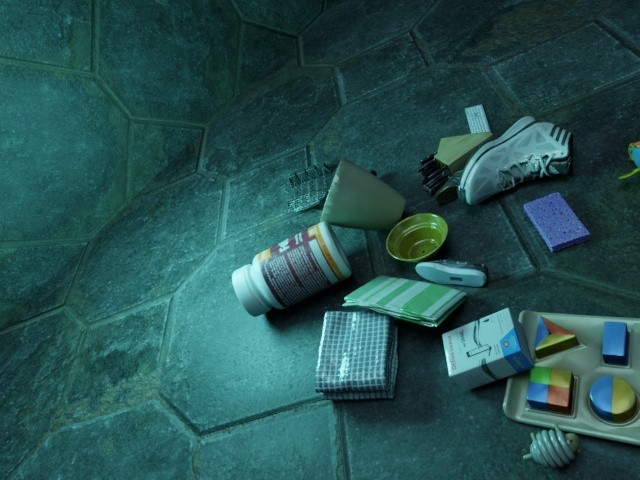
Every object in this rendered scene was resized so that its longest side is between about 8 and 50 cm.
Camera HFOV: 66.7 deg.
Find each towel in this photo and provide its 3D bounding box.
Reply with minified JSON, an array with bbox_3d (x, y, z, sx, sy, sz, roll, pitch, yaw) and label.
[{"bbox_3d":[0.266,0.182,1.525,0.325,0.038,0.248,7,20,38],"label":"towel"},{"bbox_3d":[0.112,0.338,1.490,0.235,0.121,0.283,-11,45,22],"label":"towel"}]

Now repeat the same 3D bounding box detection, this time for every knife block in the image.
[{"bbox_3d":[0.518,-0.293,1.871,0.276,0.088,0.242,-2,50,30],"label":"knife block"}]

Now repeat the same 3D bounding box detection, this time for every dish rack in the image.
[{"bbox_3d":[-0.055,-0.232,2.192,0.208,0.074,0.271,-19,44,18],"label":"dish rack"}]

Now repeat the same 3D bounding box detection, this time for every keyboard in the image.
[{"bbox_3d":[0.657,-0.486,2.026,0.072,0.014,0.256,-15,44,20],"label":"keyboard"}]

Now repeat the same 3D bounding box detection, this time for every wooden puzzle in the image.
[{"bbox_3d":[0.653,0.313,1.200,0.348,0.080,0.322,2,51,34],"label":"wooden puzzle"}]

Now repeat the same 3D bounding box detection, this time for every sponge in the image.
[{"bbox_3d":[0.744,-0.061,1.544,0.117,0.031,0.210,-22,41,12],"label":"sponge"}]

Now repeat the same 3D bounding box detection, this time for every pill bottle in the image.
[{"bbox_3d":[-0.105,0.111,1.769,0.392,0.224,0.224,-27,41,7],"label":"pill bottle"}]

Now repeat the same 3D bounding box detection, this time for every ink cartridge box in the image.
[{"bbox_3d":[0.442,0.293,1.305,0.203,0.086,0.148,-30,32,26],"label":"ink cartridge box"}]

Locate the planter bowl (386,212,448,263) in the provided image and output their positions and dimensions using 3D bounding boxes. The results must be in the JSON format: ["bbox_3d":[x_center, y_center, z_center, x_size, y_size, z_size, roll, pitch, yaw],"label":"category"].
[{"bbox_3d":[0.344,0.014,1.677,0.217,0.090,0.217,-20,38,17],"label":"planter bowl"}]

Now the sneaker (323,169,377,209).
[{"bbox_3d":[0.119,-0.197,2.029,0.145,0.090,0.270,15,62,38],"label":"sneaker"}]

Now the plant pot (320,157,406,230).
[{"bbox_3d":[0.169,-0.141,1.815,0.274,0.256,0.256,19,56,2],"label":"plant pot"}]

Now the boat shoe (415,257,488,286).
[{"bbox_3d":[0.424,0.090,1.567,0.229,0.080,0.076,4,45,35],"label":"boat shoe"}]

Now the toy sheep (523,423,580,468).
[{"bbox_3d":[0.530,0.478,1.118,0.132,0.091,0.091,-35,39,20],"label":"toy sheep"}]

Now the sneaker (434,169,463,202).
[{"bbox_3d":[0.508,-0.211,1.822,0.192,0.064,0.086,-28,33,6],"label":"sneaker"}]

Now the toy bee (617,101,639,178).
[{"bbox_3d":[1.021,-0.262,1.497,0.195,0.162,0.298,-3,74,20],"label":"toy bee"}]

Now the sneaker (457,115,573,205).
[{"bbox_3d":[0.690,-0.258,1.664,0.447,0.169,0.257,-41,39,-13],"label":"sneaker"}]
